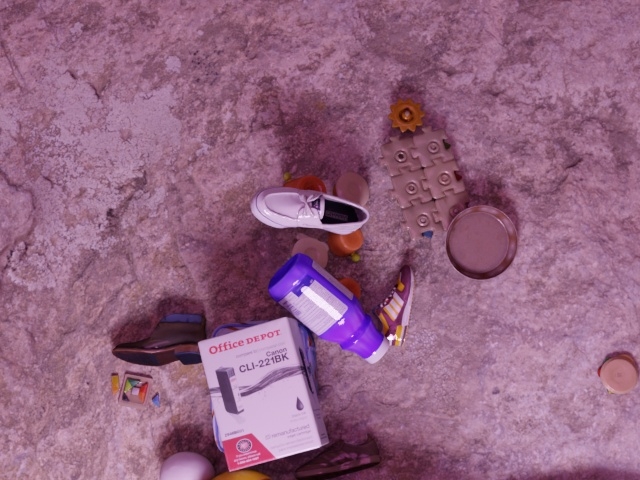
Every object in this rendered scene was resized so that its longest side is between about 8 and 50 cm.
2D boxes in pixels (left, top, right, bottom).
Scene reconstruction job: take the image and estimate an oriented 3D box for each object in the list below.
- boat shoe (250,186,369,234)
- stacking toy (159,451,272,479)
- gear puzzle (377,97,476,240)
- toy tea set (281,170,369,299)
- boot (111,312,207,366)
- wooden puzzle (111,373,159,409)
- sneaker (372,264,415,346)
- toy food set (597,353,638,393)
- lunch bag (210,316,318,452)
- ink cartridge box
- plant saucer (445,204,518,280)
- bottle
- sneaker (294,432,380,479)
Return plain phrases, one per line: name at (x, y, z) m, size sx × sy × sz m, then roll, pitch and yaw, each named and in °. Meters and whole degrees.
boat shoe at (-0.018, -0.071, 1.845) m, size 0.258 × 0.084 × 0.095 m, roll 4°, pitch 76°, yaw -25°
stacking toy at (-0.151, 0.596, 1.777) m, size 0.480 × 0.350 × 0.350 m, roll 26°, pitch 82°, yaw 27°
gear puzzle at (0.225, -0.168, 1.988) m, size 0.176 × 0.044 × 0.338 m, roll -16°, pitch 79°, yaw -6°
toy tea set at (0.000, 0.000, 1.958) m, size 0.200 × 0.124 × 0.335 m, roll 9°, pitch 75°, yaw -24°
boot at (-0.358, 0.222, 1.955) m, size 0.219 × 0.082 × 0.106 m, roll 0°, pitch 57°, yaw 9°
wooden puzzle at (-0.419, 0.342, 1.953) m, size 0.117 × 0.014 × 0.078 m, roll 3°, pitch 79°, yaw 5°
sneaker at (0.160, 0.141, 1.919) m, size 0.084 × 0.069 × 0.185 m, roll 8°, pitch 79°, yaw 1°
toy food set at (0.647, 0.292, 1.877) m, size 0.083 × 0.020 × 0.083 m, roll -16°, pitch 79°, yaw 2°
lunch bag at (-0.130, 0.315, 1.887) m, size 0.243 × 0.115 × 0.303 m, roll -5°, pitch 79°, yaw 6°
ink cartridge box at (-0.117, 0.310, 1.772) m, size 0.197 × 0.114 × 0.272 m, roll -17°, pitch 78°, yaw 6°
plant saucer at (0.357, 0.005, 1.933) m, size 0.169 × 0.029 × 0.168 m, roll 0°, pitch 93°, yaw -8°
bottle at (0.024, 0.152, 1.839) m, size 0.283 × 0.092 × 0.118 m, roll 40°, pitch 115°, yaw -12°
sneaker at (0.033, 0.472, 1.877) m, size 0.189 × 0.066 × 0.071 m, roll -11°, pitch 62°, yaw -3°
